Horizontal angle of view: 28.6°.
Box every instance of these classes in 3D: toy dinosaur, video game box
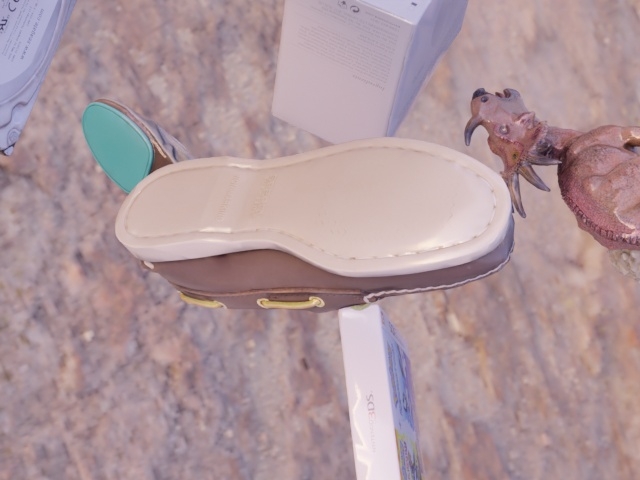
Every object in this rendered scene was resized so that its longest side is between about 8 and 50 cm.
[{"bbox_3d":[0.276,-0.048,1.226,0.200,0.295,0.127,-8,118,-23],"label":"toy dinosaur"},{"bbox_3d":[0.066,0.182,1.247,0.187,0.048,0.205,45,36,-69],"label":"video game box"}]

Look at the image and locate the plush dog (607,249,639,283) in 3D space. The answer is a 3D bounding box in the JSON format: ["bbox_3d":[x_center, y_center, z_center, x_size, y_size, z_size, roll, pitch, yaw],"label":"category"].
[{"bbox_3d":[0.454,0.041,1.267,0.210,0.262,0.225,61,7,-21],"label":"plush dog"}]

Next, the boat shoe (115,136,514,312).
[{"bbox_3d":[0.000,0.000,0.921,0.096,0.324,0.116,56,45,-42],"label":"boat shoe"}]

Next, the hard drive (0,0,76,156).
[{"bbox_3d":[-0.356,-0.248,1.164,0.339,0.064,0.236,43,63,-61],"label":"hard drive"}]

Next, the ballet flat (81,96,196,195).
[{"bbox_3d":[-0.138,-0.058,1.156,0.213,0.072,0.068,42,30,28],"label":"ballet flat"}]

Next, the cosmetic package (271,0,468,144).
[{"bbox_3d":[0.063,-0.243,1.283,0.138,0.224,0.224,25,58,10],"label":"cosmetic package"}]
